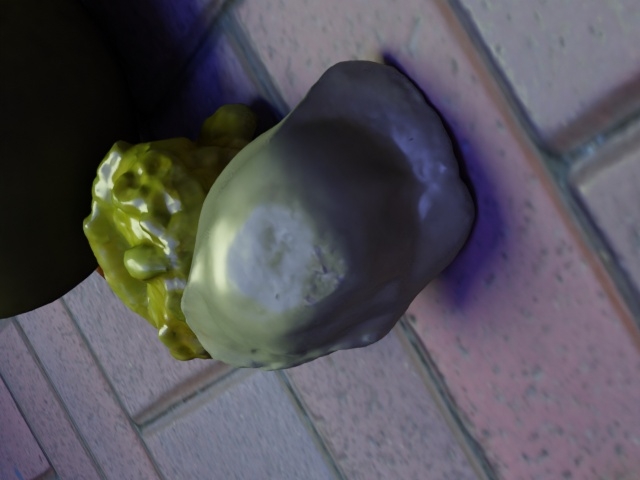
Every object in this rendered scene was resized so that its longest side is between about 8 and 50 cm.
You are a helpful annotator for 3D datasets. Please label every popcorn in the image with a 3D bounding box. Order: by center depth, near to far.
[{"bbox_3d":[-0.095,-0.004,1.020,0.197,0.155,0.198,46,145,46],"label":"popcorn"}]

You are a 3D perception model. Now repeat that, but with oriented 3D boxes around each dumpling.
[{"bbox_3d":[0.000,0.000,0.879,0.162,0.132,0.250,35,112,1],"label":"dumpling"}]

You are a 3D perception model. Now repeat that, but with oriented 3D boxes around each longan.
[{"bbox_3d":[-0.324,-0.103,1.133,0.361,0.361,0.361,40,145,35],"label":"longan"}]

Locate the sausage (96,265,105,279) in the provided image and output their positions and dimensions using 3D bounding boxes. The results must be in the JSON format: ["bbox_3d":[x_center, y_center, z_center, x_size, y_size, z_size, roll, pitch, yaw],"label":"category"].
[{"bbox_3d":[-0.168,0.013,1.241,0.300,0.083,0.089,34,148,46],"label":"sausage"}]
